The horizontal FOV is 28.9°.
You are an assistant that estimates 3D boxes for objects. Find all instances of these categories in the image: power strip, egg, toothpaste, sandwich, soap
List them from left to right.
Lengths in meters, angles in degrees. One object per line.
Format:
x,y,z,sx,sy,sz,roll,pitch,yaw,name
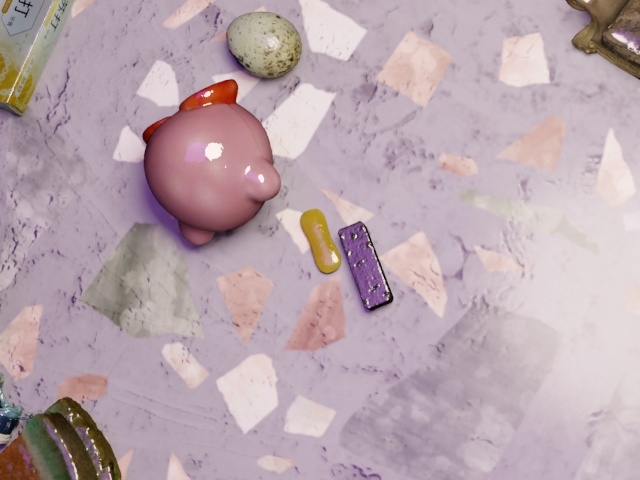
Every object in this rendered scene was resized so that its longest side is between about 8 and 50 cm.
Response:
-0.399,-0.334,1.747,0.089,0.071,0.313,21,82,14,toothpaste
-0.344,0.338,1.545,0.212,0.109,0.292,-1,77,14,sandwich
-0.076,-0.258,1.631,0.110,0.085,0.085,21,83,22,egg
0.000,0.000,1.587,0.034,0.012,0.089,-25,72,8,soap
0.057,0.031,1.555,0.038,0.029,0.111,-21,75,8,power strip

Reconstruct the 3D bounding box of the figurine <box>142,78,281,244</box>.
-0.137,-0.093,1.565,0.173,0.173,0.173,-3,76,14,figurine

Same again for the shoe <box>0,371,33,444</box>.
-0.442,0.200,1.629,0.071,0.064,0.143,-42,73,3,shoe

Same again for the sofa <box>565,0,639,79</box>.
0.435,-0.279,1.450,0.258,0.182,0.200,37,89,20,sofa
